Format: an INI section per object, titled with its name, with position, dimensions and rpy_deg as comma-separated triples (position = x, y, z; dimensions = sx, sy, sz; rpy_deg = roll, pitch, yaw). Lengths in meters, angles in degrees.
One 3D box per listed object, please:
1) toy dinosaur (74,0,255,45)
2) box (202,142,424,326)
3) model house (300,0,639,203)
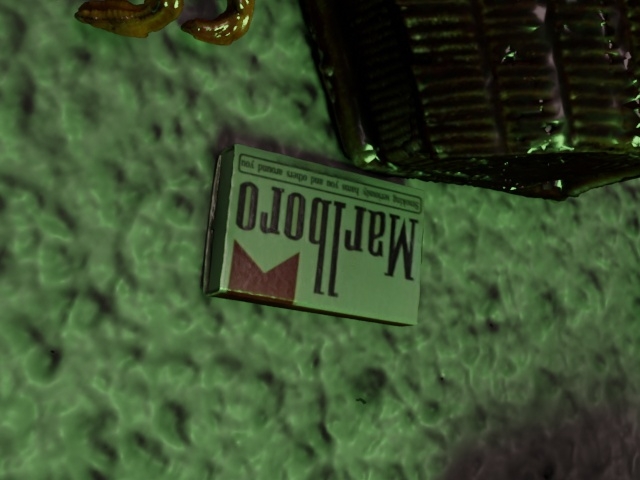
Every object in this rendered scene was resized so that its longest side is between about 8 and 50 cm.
[toy dinosaur]
position = -0.074, -0.228, 0.712
dimensions = 0.432, 0.097, 0.208
rpy_deg = 13, 117, 7
[box]
position = 0.000, 0.000, 0.808
dimensions = 0.177, 0.036, 0.115
rpy_deg = 12, 77, -28
[model house]
position = 0.169, -0.181, 0.787
dimensions = 0.297, 0.282, 0.317
rpy_deg = -11, 89, -30
